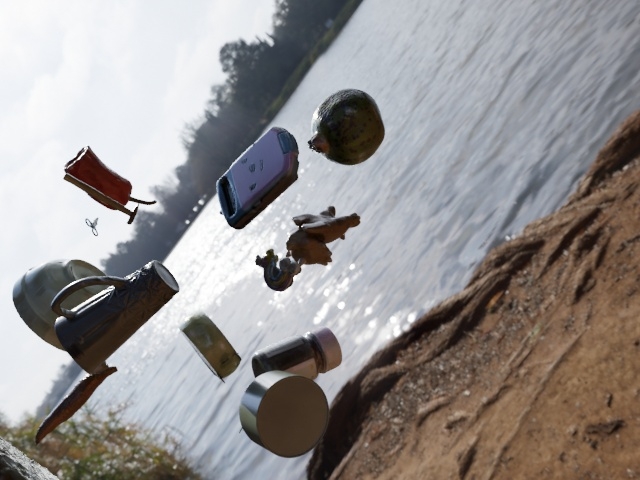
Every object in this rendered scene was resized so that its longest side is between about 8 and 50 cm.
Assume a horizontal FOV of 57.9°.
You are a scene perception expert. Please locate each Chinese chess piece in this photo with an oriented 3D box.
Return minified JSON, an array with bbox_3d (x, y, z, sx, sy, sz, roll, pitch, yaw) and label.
[{"bbox_3d":[-0.341,0.326,1.798,0.092,0.237,0.238,-37,5,-19],"label":"Chinese chess piece"}]

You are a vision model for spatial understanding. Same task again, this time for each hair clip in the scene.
[{"bbox_3d":[-0.127,0.089,1.689,0.049,0.172,0.115,-9,-60,-42],"label":"hair clip"}]

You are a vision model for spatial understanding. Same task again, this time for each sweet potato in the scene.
[{"bbox_3d":[-0.766,0.500,1.799,0.314,0.066,0.072,-49,0,-26],"label":"sweet potato"}]

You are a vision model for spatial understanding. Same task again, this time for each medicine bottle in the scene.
[{"bbox_3d":[-0.078,0.401,1.926,0.274,0.165,0.165,-17,-7,-28],"label":"medicine bottle"}]

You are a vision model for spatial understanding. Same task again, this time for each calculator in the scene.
[{"bbox_3d":[-0.159,-0.152,1.425,0.293,0.051,0.172,-39,56,29],"label":"calculator"}]

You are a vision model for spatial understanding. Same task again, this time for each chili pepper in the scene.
[{"bbox_3d":[-0.748,-0.179,2.073,0.135,0.338,0.131,-40,35,6],"label":"chili pepper"}]

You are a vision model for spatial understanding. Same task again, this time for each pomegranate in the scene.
[{"bbox_3d":[0.075,-0.352,1.845,0.271,0.254,0.254,-34,5,-17],"label":"pomegranate"}]

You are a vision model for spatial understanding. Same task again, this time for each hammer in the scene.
[{"bbox_3d":[-0.555,-0.114,1.469,0.013,0.199,0.062,-14,50,50],"label":"hammer"}]

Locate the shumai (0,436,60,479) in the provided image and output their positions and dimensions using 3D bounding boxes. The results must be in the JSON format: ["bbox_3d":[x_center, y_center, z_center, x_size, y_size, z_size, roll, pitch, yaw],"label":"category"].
[{"bbox_3d":[-0.616,0.503,0.999,0.288,0.292,0.330,-54,18,-26],"label":"shumai"}]

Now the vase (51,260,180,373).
[{"bbox_3d":[-0.501,0.169,1.418,0.301,0.251,0.156,-36,37,3],"label":"vase"}]

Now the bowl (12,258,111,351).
[{"bbox_3d":[-0.721,0.168,1.698,0.163,0.307,0.307,-45,12,9],"label":"bowl"}]

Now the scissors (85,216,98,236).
[{"bbox_3d":[-0.636,-0.046,1.627,0.014,0.058,0.119,-29,18,-3],"label":"scissors"}]

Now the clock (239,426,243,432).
[{"bbox_3d":[-0.205,0.615,1.934,0.101,0.135,0.041,131,132,-55],"label":"clock"}]

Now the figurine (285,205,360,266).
[{"bbox_3d":[-0.006,0.000,1.964,0.247,0.177,0.172,-27,-52,-47],"label":"figurine"}]

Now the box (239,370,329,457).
[{"bbox_3d":[-0.108,0.497,1.677,0.226,0.226,0.149,-57,20,-20],"label":"box"}]
